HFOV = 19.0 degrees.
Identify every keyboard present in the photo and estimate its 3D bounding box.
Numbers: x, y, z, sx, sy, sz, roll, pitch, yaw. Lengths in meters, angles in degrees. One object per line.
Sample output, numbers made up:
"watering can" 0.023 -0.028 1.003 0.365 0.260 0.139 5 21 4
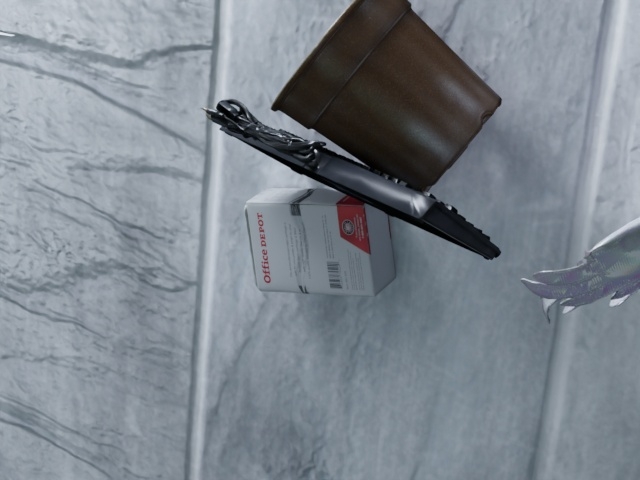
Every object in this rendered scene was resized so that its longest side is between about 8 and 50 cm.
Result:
"keyboard" 0.011 -0.068 1.761 0.317 0.201 0.033 25 88 48

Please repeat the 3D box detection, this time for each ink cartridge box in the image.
"ink cartridge box" 0.000 0.000 1.923 0.135 0.056 0.099 3 111 27

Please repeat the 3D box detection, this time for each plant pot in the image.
"plant pot" 0.069 -0.136 1.776 0.165 0.167 0.167 39 124 -1

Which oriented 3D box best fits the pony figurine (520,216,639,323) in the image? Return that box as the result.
"pony figurine" 0.372 0.014 1.629 0.351 0.303 0.363 -37 87 3
